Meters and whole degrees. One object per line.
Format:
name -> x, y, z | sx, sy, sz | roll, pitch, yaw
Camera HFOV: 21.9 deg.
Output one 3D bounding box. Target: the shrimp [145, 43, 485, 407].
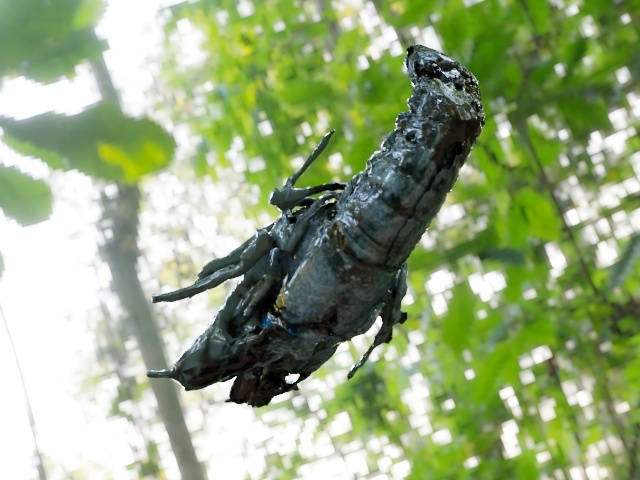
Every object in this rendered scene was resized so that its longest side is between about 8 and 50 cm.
shrimp -> 0.001, 0.001, 0.651 | 0.082, 0.076, 0.174 | 34, -80, -19
